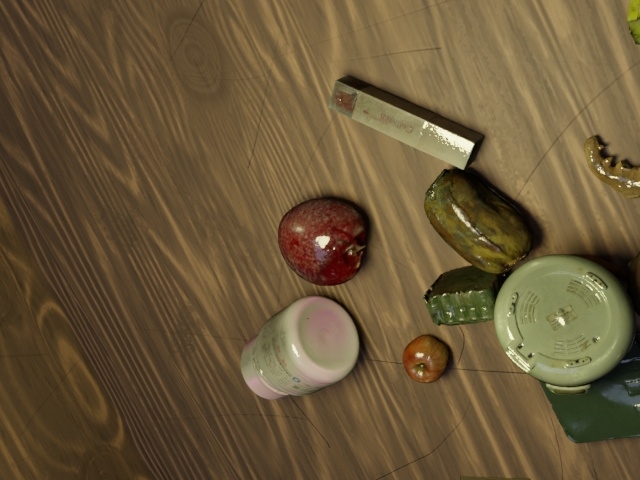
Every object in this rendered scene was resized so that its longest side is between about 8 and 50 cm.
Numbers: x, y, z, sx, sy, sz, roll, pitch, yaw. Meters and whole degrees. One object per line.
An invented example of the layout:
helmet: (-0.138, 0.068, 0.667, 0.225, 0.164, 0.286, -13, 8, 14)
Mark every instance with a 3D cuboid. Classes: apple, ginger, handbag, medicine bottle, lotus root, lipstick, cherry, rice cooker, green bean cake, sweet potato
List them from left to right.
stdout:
medicine bottle: (-0.069, 0.325, 1.816, 0.256, 0.256, 0.325, 53, 135, 1)
cherry: (0.000, 0.000, 1.666, 0.300, 0.203, 0.230, 23, 124, 38)
lipstick: (0.199, -0.285, 1.485, 0.372, 0.080, 0.076, 29, 123, 19)
apple: (0.284, 0.320, 1.689, 0.126, 0.102, 0.126, 10, 116, 22)
green bean cake: (0.362, 0.132, 1.511, 0.182, 0.173, 0.094, -13, 105, 34)
lotus root: (0.358, -0.045, 1.448, 0.275, 0.160, 0.152, 48, 151, 6)
rice cooker: (0.525, 0.183, 1.343, 0.289, 0.277, 0.288, -7, 72, 21)
sweet potato: (0.629, 0.061, 1.396, 0.179, 0.044, 0.044, 19, 120, 19)
handbag: (0.671, 0.348, 1.476, 0.260, 0.079, 0.247, -20, 100, 36)
ginger: (0.619, -0.145, 1.304, 0.173, 0.051, 0.069, 36, 122, 11)

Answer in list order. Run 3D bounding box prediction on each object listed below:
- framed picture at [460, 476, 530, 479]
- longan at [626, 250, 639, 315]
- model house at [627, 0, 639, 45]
framed picture: (0.540, 0.810, 1.800, 0.211, 0.020, 0.289, -14, 104, 35)
longan: (0.715, 0.084, 1.266, 0.189, 0.189, 0.189, 13, 117, 27)
model house: (0.662, -0.469, 1.103, 0.194, 0.170, 0.211, 4, 85, 38)
